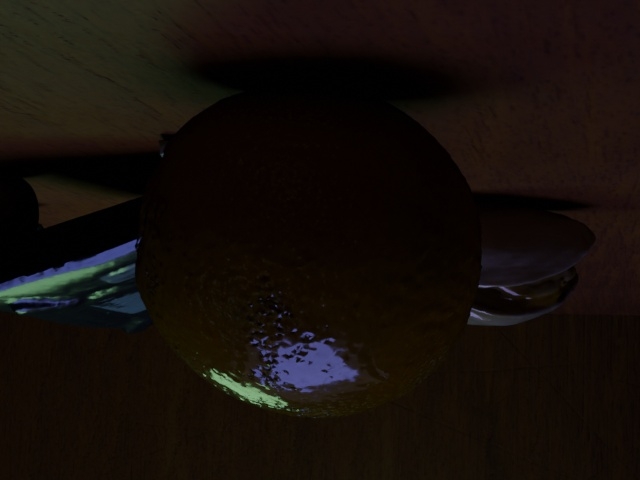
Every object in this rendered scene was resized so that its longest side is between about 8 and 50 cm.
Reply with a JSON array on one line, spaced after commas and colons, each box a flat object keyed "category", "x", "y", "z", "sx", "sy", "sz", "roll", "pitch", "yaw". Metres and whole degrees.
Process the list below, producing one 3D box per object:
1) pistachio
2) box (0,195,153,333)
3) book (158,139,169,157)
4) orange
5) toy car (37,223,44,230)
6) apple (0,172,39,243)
[{"category": "pistachio", "x": 0.213, "y": 0.023, "z": 1.877, "sx": 0.229, "sy": 0.157, "sz": 0.157, "roll": -2, "pitch": 175, "yaw": -18}, {"category": "box", "x": -0.170, "y": 0.018, "z": 1.751, "sx": 0.359, "sy": 0.091, "sz": 0.350, "roll": -18, "pitch": 167, "yaw": 20}, {"category": "book", "x": -0.038, "y": -0.070, "z": 1.637, "sx": 0.228, "sy": 0.018, "sz": 0.322, "roll": 1, "pitch": 174, "yaw": 0}, {"category": "orange", "x": -0.010, "y": 0.007, "z": 1.234, "sx": 0.274, "sy": 0.274, "sz": 0.274, "roll": 2, "pitch": 174, "yaw": 0}, {"category": "toy car", "x": -0.517, "y": -0.007, "z": 1.987, "sx": 0.320, "sy": 0.097, "sz": 0.141, "roll": 6, "pitch": 172, "yaw": -38}, {"category": "apple", "x": -0.363, "y": -0.024, "z": 1.764, "sx": 0.099, "sy": 0.102, "sz": 0.114, "roll": 6, "pitch": 170, "yaw": -27}]
